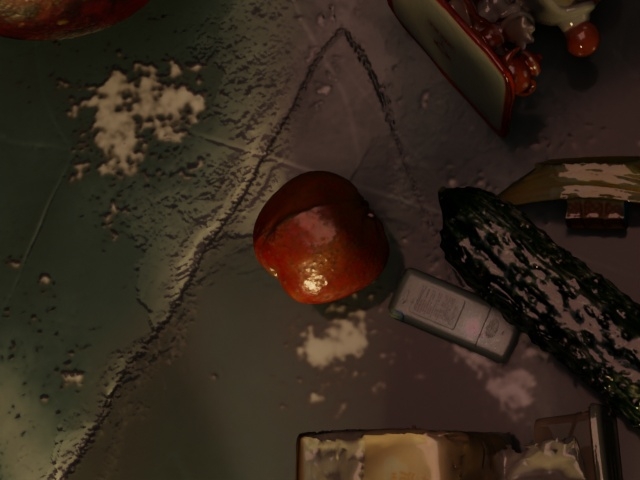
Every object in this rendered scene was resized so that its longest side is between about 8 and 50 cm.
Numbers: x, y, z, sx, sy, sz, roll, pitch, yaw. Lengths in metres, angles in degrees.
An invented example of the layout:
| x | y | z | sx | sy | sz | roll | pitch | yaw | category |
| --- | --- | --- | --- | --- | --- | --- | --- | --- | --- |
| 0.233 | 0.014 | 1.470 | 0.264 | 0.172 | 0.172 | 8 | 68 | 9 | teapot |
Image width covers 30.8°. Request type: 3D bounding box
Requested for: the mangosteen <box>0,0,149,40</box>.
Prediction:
| x | y | z | sx | sy | sz | roll | pitch | yaw | category |
| --- | --- | --- | --- | --- | --- | --- | --- | --- | --- |
| -0.284 | -0.337 | 1.148 | 0.306 | 0.359 | 0.306 | 5 | 76 | -20 | mangosteen |

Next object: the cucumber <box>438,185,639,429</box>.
| x | y | z | sx | sy | sz | roll | pitch | yaw | category |
| --- | --- | --- | --- | --- | --- | --- | --- | --- | --- |
| 0.234 | 0.075 | 1.014 | 0.359 | 0.096 | 0.096 | 38 | 89 | 13 | cucumber |

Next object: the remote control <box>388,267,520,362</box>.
| x | y | z | sx | sy | sz | roll | pitch | yaw | category |
| --- | --- | --- | --- | --- | --- | --- | --- | --- | --- |
| 0.126 | 0.069 | 1.088 | 0.124 | 0.018 | 0.053 | 22 | 84 | 15 | remote control |

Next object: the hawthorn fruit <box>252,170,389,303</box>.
| x | y | z | sx | sy | sz | roll | pitch | yaw | category |
| --- | --- | --- | --- | --- | --- | --- | --- | --- | --- |
| 0.000 | 0.000 | 1.083 | 0.128 | 0.128 | 0.128 | -2 | 79 | 12 | hawthorn fruit |

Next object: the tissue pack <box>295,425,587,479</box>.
| x | y | z | sx | sy | sz | roll | pitch | yaw | category |
| --- | --- | --- | --- | --- | --- | --- | --- | --- | --- |
| 0.108 | 0.305 | 0.931 | 0.238 | 0.238 | 0.306 | -1 | 79 | 12 | tissue pack |

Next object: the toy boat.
| x | y | z | sx | sy | sz | roll | pitch | yaw | category |
| --- | --- | --- | --- | --- | --- | --- | --- | --- | --- |
| 0.239 | -0.043 | 1.064 | 0.172 | 0.065 | 0.066 | 0 | 103 | 17 | toy boat |

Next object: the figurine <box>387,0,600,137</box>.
| x | y | z | sx | sy | sz | roll | pitch | yaw | category |
| --- | --- | --- | --- | --- | --- | --- | --- | --- | --- |
| 0.202 | -0.247 | 1.075 | 0.226 | 0.160 | 0.183 | -37 | 75 | -5 | figurine |

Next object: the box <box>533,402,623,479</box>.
| x | y | z | sx | sy | sz | roll | pitch | yaw | category |
| --- | --- | --- | --- | --- | --- | --- | --- | --- | --- |
| 0.226 | 0.205 | 1.007 | 0.062 | 0.089 | 0.122 | -7 | 77 | 21 | box |
